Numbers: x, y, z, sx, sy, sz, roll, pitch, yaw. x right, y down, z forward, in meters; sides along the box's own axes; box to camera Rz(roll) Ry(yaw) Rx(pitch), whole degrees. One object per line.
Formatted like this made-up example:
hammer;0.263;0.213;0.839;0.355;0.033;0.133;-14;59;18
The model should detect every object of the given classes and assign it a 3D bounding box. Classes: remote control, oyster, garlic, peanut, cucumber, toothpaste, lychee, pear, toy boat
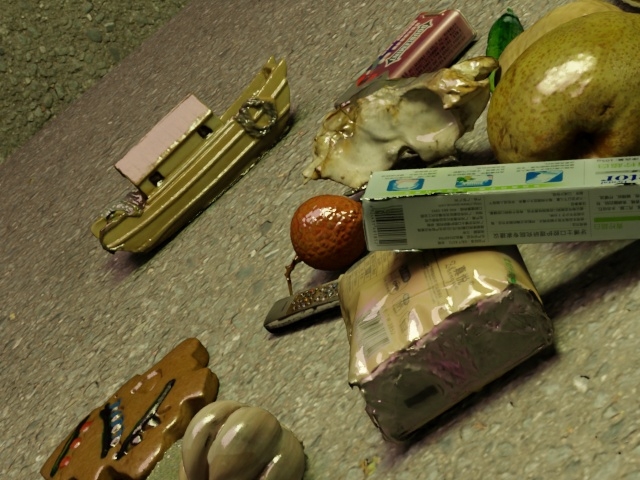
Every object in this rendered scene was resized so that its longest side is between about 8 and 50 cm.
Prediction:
remote control;0.013;0.074;1.692;0.212;0.028;0.059;-19;27;40
oyster;0.104;-0.145;1.762;0.198;0.133;0.337;-42;14;-32
garlic;-0.103;0.252;1.401;0.194;0.131;0.127;-47;-6;-21
peanut;0.307;-0.215;1.628;0.122;0.137;0.253;-20;-9;-27
cucumber;0.262;-0.266;1.912;0.056;0.056;0.250;-27;27;28
toothpaste;0.213;-0.038;1.345;0.337;0.067;0.081;-2;25;13
lychee;0.002;-0.004;1.752;0.140;0.101;0.114;-19;48;19
pear;0.294;-0.137;1.440;0.229;0.188;0.211;-24;28;29
toy boat;-0.221;-0.151;2.300;0.445;0.162;0.136;-42;20;-7

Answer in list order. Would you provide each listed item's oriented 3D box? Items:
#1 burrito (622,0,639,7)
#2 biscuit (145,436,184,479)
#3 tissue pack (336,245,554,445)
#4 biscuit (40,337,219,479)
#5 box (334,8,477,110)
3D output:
burrito;0.428;-0.423;1.876;0.143;0.105;0.299;-35;23;19
biscuit;-0.161;0.293;1.522;0.250;0.046;0.147;-50;24;-24
tissue pack;0.118;0.066;1.420;0.215;0.123;0.256;-34;25;11
biscuit;-0.262;0.251;1.761;0.302;0.043;0.278;-31;24;20
box;0.131;-0.265;2.089;0.224;0.069;0.120;-47;24;-17
